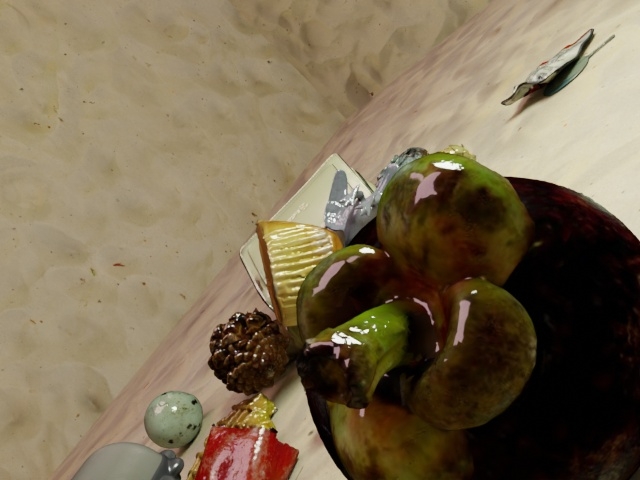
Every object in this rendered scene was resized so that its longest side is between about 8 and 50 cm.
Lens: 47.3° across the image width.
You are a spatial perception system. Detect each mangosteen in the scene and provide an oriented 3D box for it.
[{"bbox_3d":[0.125,0.087,0.612,0.330,0.330,0.330,-44,11,11],"label":"mangosteen"}]

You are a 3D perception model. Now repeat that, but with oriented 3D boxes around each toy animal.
[{"bbox_3d":[0.090,-0.048,1.564,0.255,0.239,0.176,-48,-26,-17],"label":"toy animal"}]

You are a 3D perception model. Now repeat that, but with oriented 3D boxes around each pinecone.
[{"bbox_3d":[-0.143,0.212,1.401,0.173,0.173,0.173,-44,11,11],"label":"pinecone"}]

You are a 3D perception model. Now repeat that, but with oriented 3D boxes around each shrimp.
[{"bbox_3d":[0.186,-0.163,1.855,0.233,0.090,0.079,-38,42,-15],"label":"shrimp"}]

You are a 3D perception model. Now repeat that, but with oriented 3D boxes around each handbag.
[{"bbox_3d":[0.000,0.000,1.743,0.358,0.160,0.236,-45,35,10],"label":"handbag"}]

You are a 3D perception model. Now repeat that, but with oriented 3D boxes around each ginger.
[{"bbox_3d":[-0.119,0.238,1.537,0.263,0.116,0.109,-32,47,36],"label":"ginger"}]

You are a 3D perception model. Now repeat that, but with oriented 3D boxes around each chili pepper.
[{"bbox_3d":[-0.131,0.389,1.068,0.252,0.144,0.136,-69,-6,-45],"label":"chili pepper"}]

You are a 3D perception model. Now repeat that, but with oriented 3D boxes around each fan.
[{"bbox_3d":[0.525,-0.357,1.490,0.175,0.005,0.113,-41,12,27],"label":"fan"}]

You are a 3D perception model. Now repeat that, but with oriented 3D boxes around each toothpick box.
[{"bbox_3d":[-0.355,0.486,1.270,0.229,0.229,0.316,-41,9,25],"label":"toothpick box"}]

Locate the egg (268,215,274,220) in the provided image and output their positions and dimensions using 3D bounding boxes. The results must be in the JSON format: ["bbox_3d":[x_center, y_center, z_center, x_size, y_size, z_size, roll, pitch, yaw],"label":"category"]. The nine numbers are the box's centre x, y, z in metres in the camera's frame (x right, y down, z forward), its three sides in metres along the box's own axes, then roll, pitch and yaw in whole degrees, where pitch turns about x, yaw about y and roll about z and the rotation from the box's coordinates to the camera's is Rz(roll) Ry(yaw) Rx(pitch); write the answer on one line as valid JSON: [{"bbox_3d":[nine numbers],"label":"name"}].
[{"bbox_3d":[-0.073,0.005,1.980,0.183,0.183,0.217,-52,5,-25],"label":"egg"}]

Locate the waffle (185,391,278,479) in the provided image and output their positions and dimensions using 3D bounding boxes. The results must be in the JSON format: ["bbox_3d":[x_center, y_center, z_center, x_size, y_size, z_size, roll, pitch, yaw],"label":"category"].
[{"bbox_3d":[-0.154,0.367,1.326,0.249,0.056,0.253,-40,12,31],"label":"waffle"}]

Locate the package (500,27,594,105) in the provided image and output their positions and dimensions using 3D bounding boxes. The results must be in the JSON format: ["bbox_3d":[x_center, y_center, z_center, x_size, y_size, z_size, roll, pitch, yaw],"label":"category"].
[{"bbox_3d":[0.488,-0.364,1.563,0.232,0.040,0.166,-42,7,-39],"label":"package"}]

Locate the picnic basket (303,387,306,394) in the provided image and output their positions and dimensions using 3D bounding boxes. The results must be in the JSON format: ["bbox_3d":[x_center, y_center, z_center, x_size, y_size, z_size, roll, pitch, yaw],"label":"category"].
[{"bbox_3d":[0.006,0.237,1.108,0.072,0.083,0.072,-44,12,12],"label":"picnic basket"}]

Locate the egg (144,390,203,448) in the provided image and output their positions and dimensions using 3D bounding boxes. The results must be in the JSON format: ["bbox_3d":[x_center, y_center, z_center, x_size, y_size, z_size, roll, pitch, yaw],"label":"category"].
[{"bbox_3d":[-0.333,0.403,1.679,0.131,0.131,0.164,-43,4,17],"label":"egg"}]

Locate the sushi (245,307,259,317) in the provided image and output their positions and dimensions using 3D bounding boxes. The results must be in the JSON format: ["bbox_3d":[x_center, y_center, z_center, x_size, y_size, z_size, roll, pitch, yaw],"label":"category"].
[{"bbox_3d":[-0.190,0.231,1.939,0.060,0.061,0.118,-9,38,53],"label":"sushi"}]

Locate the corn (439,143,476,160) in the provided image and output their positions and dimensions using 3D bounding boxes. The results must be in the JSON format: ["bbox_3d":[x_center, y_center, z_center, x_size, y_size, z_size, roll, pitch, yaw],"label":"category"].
[{"bbox_3d":[0.236,-0.126,1.537,0.091,0.091,0.260,-32,0,-22],"label":"corn"}]

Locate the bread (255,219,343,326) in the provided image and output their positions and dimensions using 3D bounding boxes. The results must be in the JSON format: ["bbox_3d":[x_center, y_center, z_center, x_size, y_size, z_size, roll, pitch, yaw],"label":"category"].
[{"bbox_3d":[-0.033,0.051,1.443,0.156,0.204,0.288,-9,7,-9],"label":"bread"}]
